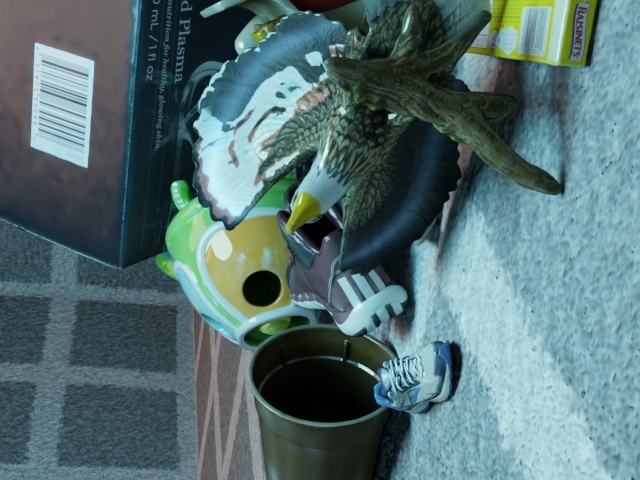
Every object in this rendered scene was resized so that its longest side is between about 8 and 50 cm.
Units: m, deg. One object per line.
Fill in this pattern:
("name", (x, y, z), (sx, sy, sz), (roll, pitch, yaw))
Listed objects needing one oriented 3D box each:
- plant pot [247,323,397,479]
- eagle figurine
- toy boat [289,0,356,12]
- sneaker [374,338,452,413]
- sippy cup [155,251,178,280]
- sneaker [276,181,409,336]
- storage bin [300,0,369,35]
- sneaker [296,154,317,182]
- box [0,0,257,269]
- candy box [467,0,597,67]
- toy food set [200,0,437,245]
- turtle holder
("plant pot", (0.002, 0.208, 1.098), (0.167, 0.167, 0.165), (-104, 14, -57))
("eagle figurine", (0.026, -0.086, 0.826), (0.226, 0.225, 0.298), (67, 162, 2))
("toy boat", (0.035, -0.310, 0.896), (0.151, 0.231, 0.151), (-7, -101, -73))
("sneaker", (0.085, 0.132, 0.934), (0.135, 0.058, 0.052), (114, 157, -58))
("sippy cup", (-0.209, -0.029, 2.097), (0.305, 0.240, 0.224), (32, 110, 42))
("sneaker", (0.000, 0.000, 1.135), (0.162, 0.106, 0.281), (58, 168, -16))
("storage bin", (0.045, -0.353, 1.161), (0.260, 0.123, 0.262), (110, 161, -55))
("sneaker", (-0.051, -0.137, 1.620), (0.108, 0.100, 0.271), (-144, 59, -71))
("box", (-0.258, -0.267, 1.632), (0.472, 0.297, 0.479), (-27, -48, -55))
("candy box", (0.159, -0.192, 0.764), (0.206, 0.027, 0.105), (-127, 46, -73))
("toy food set", (-0.009, -0.133, 1.039), (0.092, 0.306, 0.220), (-42, 14, 0))
("turtle holder", (-0.104, 0.047, 1.460), (0.320, 0.243, 0.227), (-53, 50, 54))
